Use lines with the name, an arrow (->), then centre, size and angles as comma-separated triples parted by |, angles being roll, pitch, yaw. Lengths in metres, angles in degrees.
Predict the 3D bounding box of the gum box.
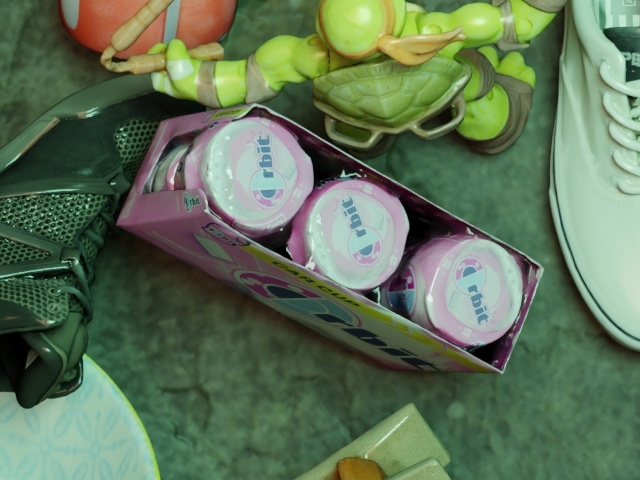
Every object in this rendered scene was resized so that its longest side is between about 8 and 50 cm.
gum box -> 0.000, 0.000, 0.878 | 0.188, 0.107, 0.062 | 29, 75, -24

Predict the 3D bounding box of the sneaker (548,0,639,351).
sneaker -> 0.160, -0.070, 0.918 | 0.094, 0.091, 0.258 | -7, 84, 7

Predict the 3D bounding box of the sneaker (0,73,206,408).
sneaker -> -0.129, 0.005, 0.919 | 0.227, 0.087, 0.130 | -35, 65, -25

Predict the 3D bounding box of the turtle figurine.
turtle figurine -> 0.048, -0.089, 0.865 | 0.270, 0.217, 0.087 | -17, 77, 12

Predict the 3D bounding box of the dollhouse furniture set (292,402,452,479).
dollhouse furniture set -> 0.065, 0.248, 0.835 | 0.135, 0.262, 0.259 | -33, 113, 5

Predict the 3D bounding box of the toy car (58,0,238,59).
toy car -> -0.191, -0.115, 0.953 | 0.239, 0.053, 0.225 | 35, 111, -23

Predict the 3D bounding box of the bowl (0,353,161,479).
bowl -> -0.233, 0.171, 0.899 | 0.290, 0.289, 0.156 | 21, 129, 9
